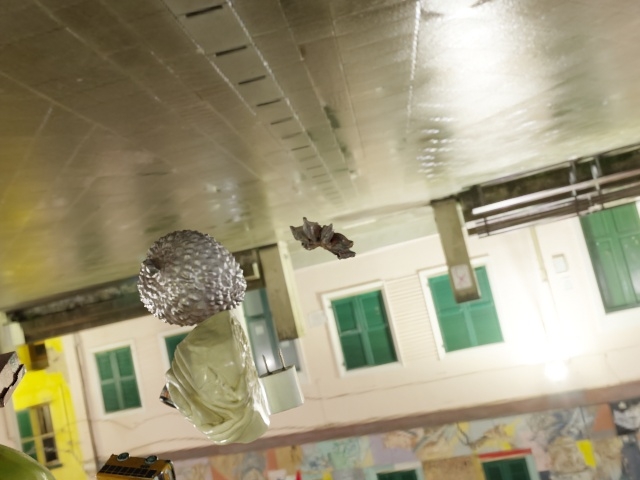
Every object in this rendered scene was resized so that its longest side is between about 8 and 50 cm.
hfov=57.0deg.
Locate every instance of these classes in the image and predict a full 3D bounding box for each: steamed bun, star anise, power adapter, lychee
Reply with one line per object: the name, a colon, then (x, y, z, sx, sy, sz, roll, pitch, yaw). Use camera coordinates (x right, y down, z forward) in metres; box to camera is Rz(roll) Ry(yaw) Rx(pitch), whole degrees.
steamed bun: (-0.259, 0.353, 1.455, 0.203, 0.289, 0.276, -15, -146, -2)
star anise: (-0.001, -0.007, 1.737, 0.208, 0.063, 0.172, 16, 157, 21)
power adapter: (-0.146, 0.488, 2.072, 0.130, 0.205, 0.125, -16, 175, 1)
lychee: (-0.482, 0.151, 2.219, 0.380, 0.380, 0.432, -18, 149, 38)

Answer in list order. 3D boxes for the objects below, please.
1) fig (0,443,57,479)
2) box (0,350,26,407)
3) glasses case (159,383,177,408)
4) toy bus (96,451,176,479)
fig: (-0.558, 0.449, 0.936, 0.326, 0.258, 0.258, -12, 175, 15)
box: (-1.030, 0.435, 1.769, 0.215, 0.086, 0.215, -13, -161, -5)
glasses case: (-0.439, 0.477, 1.826, 0.103, 0.067, 0.266, 18, 170, -8)
toy bus: (-0.529, 0.686, 1.693, 0.201, 0.098, 0.114, 0, -161, 16)
